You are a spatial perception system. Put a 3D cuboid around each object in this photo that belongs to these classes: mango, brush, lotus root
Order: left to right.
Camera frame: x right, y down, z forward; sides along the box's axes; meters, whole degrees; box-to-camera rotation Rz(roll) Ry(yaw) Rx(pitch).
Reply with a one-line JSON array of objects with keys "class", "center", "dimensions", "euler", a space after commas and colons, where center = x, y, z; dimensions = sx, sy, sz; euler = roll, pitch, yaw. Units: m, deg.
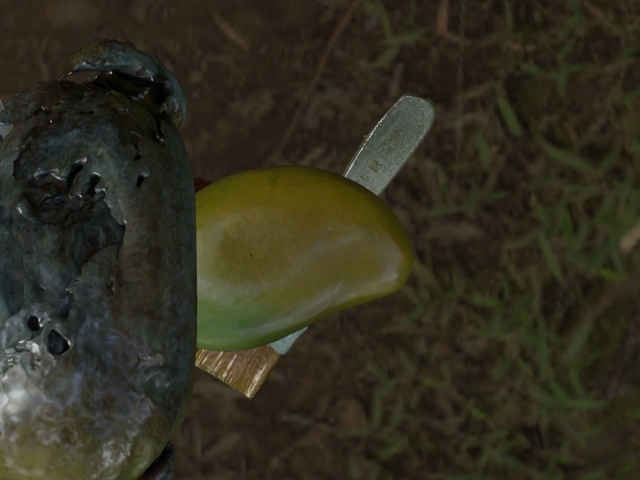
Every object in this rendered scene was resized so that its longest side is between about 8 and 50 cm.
[{"class": "lotus root", "center": [-0.072, 0.010, 0.489], "dimensions": [0.088, 0.165, 0.088], "euler": [7, 156, 3]}, {"class": "mango", "center": [-0.035, 0.008, 1.202], "dimensions": [0.191, 0.122, 0.085], "euler": [-22, 177, -10]}, {"class": "brush", "center": [0.000, 0.000, 1.571], "dimensions": [0.085, 0.020, 0.336], "euler": [34, 101, -3]}]

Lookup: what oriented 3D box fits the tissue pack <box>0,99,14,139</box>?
[{"class": "tissue pack", "center": [-0.336, -0.046, 1.333], "dimensions": [0.124, 0.185, 0.225], "euler": [0, 120, 45]}]

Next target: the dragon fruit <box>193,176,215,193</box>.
[{"class": "dragon fruit", "center": [-0.146, -0.028, 1.742], "dimensions": [0.161, 0.127, 0.120], "euler": [36, 162, -19]}]
